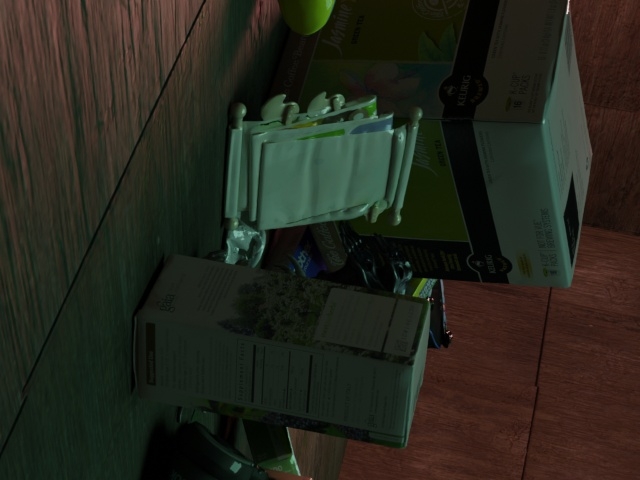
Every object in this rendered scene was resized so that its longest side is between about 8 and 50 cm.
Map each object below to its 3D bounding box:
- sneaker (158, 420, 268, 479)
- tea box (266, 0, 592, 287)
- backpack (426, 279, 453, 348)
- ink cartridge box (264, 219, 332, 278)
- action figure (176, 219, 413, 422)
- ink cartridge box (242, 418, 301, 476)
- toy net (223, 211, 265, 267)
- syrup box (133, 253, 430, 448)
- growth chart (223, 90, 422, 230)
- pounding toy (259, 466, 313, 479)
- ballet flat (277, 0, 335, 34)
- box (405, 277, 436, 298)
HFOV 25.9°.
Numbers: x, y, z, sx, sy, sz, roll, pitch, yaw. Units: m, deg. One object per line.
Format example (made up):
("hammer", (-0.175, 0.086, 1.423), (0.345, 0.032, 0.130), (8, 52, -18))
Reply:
("sneaker", (-0.124, 0.246, 1.406), (0.106, 0.101, 0.267), (-56, 170, -8))
("tea box", (0.141, -0.125, 1.668), (0.329, 0.324, 0.220), (69, 30, -53))
("backpack", (0.106, 0.055, 1.906), (0.158, 0.117, 0.173), (55, 28, -59))
("ink cartridge box", (0.000, 0.000, 1.832), (0.097, 0.046, 0.207), (51, 46, -31))
("action figure", (-0.047, 0.073, 1.364), (0.164, 0.276, 0.141), (3, 59, -59))
("ink cartridge box", (-0.066, 0.233, 1.717), (0.171, 0.056, 0.235), (-120, -167, -69))
("toy net", (-0.079, 0.051, 1.545), (0.122, 0.045, 0.232), (-70, 169, -52))
("syrup box", (-0.032, 0.092, 1.180), (0.093, 0.237, 0.096), (-69, 165, -54))
("growth chart", (0.003, -0.081, 1.446), (0.021, 0.237, 0.172), (52, -44, 46))
("pounding toy", (-0.064, 0.374, 1.623), (0.094, 0.181, 0.206), (-63, 162, -68))
("ballet flat", (-0.019, -0.323, 1.383), (0.077, 0.077, 0.231), (2, 97, -62))
("box", (0.108, 0.019, 1.810), (0.179, 0.105, 0.043), (-57, 150, -19))
